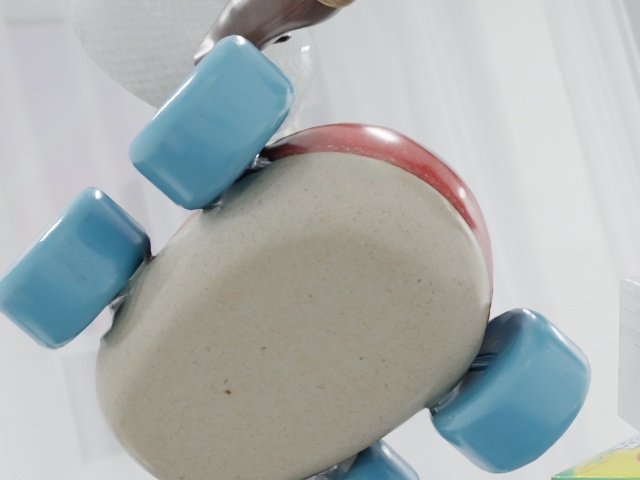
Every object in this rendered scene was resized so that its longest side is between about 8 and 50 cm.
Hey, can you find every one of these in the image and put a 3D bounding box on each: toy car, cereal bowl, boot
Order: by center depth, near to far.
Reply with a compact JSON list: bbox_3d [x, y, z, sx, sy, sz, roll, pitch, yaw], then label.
[{"bbox_3d":[0.000,0.000,0.634,0.210,0.219,0.238,-42,13,29],"label":"toy car"},{"bbox_3d":[-0.003,-0.245,0.955,0.090,0.248,0.207,40,-47,-22],"label":"boot"},{"bbox_3d":[-0.149,-0.293,1.632,0.339,0.339,0.141,-6,-43,-46],"label":"cereal bowl"}]

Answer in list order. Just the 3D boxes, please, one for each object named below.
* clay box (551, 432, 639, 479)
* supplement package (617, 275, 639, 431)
[{"bbox_3d":[0.280,0.182,0.951,0.127,0.053,0.222,-16,1,-35],"label":"clay box"},{"bbox_3d":[0.423,0.136,1.490,0.105,0.179,0.105,-1,7,-6],"label":"supplement package"}]
